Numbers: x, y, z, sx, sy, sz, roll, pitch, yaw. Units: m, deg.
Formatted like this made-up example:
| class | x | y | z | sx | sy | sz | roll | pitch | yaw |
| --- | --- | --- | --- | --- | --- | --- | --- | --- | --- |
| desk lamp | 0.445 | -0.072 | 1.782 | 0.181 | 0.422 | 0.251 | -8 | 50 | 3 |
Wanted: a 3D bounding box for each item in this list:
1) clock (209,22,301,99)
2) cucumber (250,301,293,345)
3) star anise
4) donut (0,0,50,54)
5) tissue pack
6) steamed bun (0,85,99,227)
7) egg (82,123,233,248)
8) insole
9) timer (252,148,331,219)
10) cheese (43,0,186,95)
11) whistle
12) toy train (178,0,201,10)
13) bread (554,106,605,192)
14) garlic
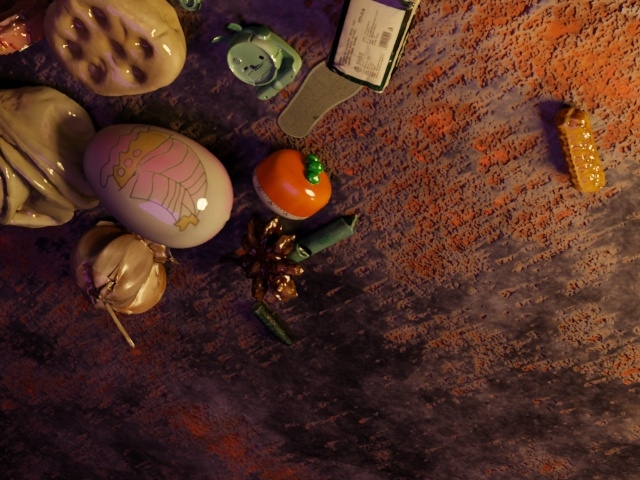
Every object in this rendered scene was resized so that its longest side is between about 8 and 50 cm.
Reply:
| class | x | y | z | sx | sy | sz | roll | pitch | yaw |
| --- | --- | --- | --- | --- | --- | --- | --- | --- | --- |
| clock | -0.104 | -0.287 | 1.549 | 0.135 | 0.041 | 0.101 | 39 | 138 | -18 |
| cucumber | -0.097 | 0.178 | 2.070 | 0.032 | 0.032 | 0.133 | -12 | 130 | 34 |
| star anise | -0.111 | 0.054 | 1.869 | 0.177 | 0.073 | 0.234 | 60 | 145 | 16 |
| donut | -0.519 | -0.342 | 1.625 | 0.166 | 0.117 | 0.065 | -2 | 130 | 28 |
| tissue pack | 0.077 | -0.304 | 1.409 | 0.103 | 0.090 | 0.170 | 21 | 138 | 1 |
| steamed bun | -0.547 | -0.132 | 1.796 | 0.280 | 0.207 | 0.268 | 10 | 136 | 13 |
| egg | -0.280 | -0.102 | 1.722 | 0.271 | 0.196 | 0.196 | 39 | 138 | -8 |
| insole | 0.000 | -0.232 | 1.591 | 0.080 | 0.003 | 0.232 | 35 | 139 | -15 |
| timer | -0.039 | -0.103 | 1.685 | 0.136 | 0.099 | 0.136 | 3 | 137 | 3 |
| cheese | -0.317 | -0.329 | 1.543 | 0.235 | 0.117 | 0.218 | 17 | 139 | 9 |
| whistle | 0.000 | 0.000 | 1.823 | 0.039 | 0.039 | 0.186 | 42 | 137 | -21 |
| toy train | -0.185 | -0.409 | 1.435 | 0.099 | 0.070 | 0.172 | 35 | 139 | 2 |
| bread | 0.388 | -0.134 | 1.489 | 0.052 | 0.044 | 0.157 | -6 | 133 | 26 |
| garlic | -0.370 | 0.071 | 1.957 | 0.207 | 0.256 | 0.207 | -17 | 132 | -19 |
